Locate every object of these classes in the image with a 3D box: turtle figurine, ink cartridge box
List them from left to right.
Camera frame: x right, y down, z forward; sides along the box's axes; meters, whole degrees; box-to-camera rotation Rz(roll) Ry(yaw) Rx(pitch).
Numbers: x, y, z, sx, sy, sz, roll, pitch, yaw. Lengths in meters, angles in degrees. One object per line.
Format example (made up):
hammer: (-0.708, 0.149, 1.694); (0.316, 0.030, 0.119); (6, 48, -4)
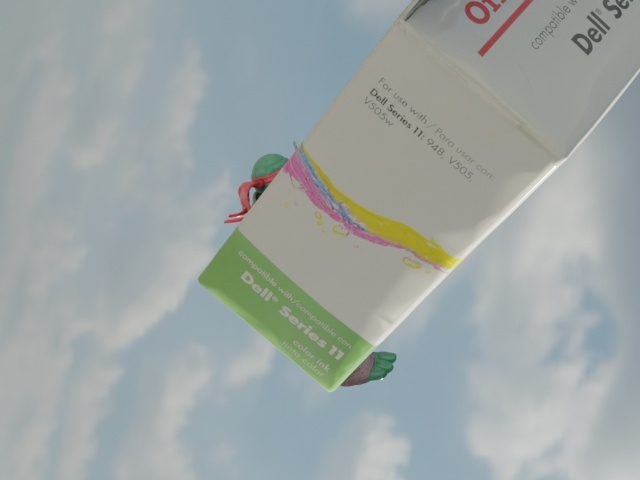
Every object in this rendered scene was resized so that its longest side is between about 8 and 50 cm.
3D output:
turtle figurine: (0.000, 0.000, 1.453); (0.175, 0.118, 0.234); (-64, 139, -56)
ink cartridge box: (0.088, -0.081, 1.006); (0.207, 0.119, 0.353); (-48, 179, -41)
